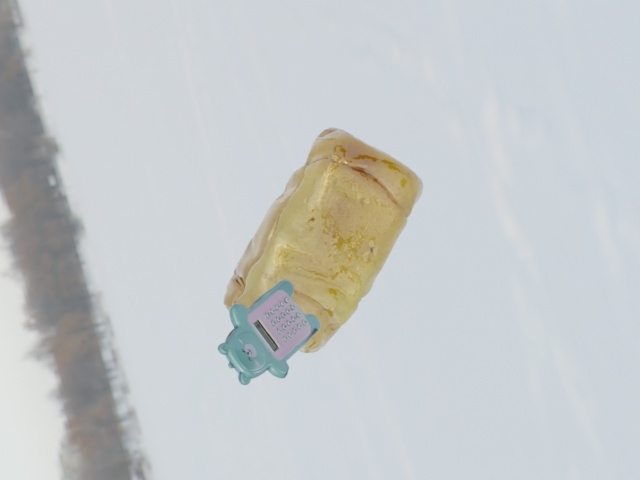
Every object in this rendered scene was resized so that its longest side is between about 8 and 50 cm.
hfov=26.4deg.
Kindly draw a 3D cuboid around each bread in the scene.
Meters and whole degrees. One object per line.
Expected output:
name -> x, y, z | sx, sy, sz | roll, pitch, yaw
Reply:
bread -> 0.000, 0.000, 1.821 | 0.294, 0.167, 0.132 | -58, 17, 7

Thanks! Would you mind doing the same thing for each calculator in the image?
calculator -> -0.056, 0.098, 1.441 | 0.019, 0.141, 0.094 | -34, 95, 44
